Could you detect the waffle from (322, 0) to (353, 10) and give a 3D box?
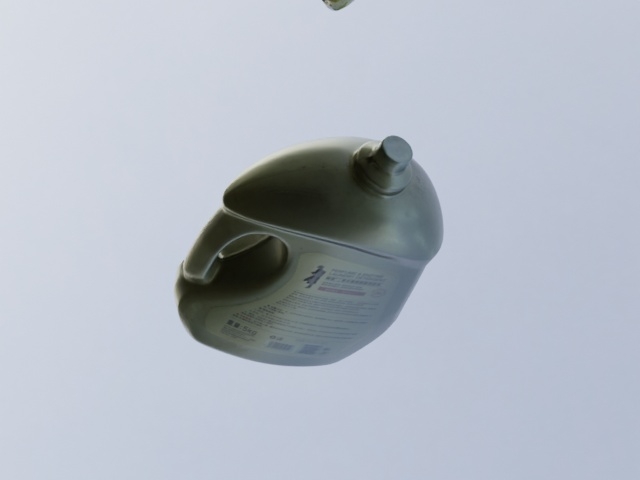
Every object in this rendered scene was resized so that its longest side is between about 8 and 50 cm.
[{"bbox_3d":[0.054,-0.237,1.031,0.261,0.250,0.056,-37,-121,16],"label":"waffle"}]

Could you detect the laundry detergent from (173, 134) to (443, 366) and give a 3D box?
[{"bbox_3d":[0.000,0.000,1.348,0.253,0.181,0.091,127,-33,-50],"label":"laundry detergent"}]
